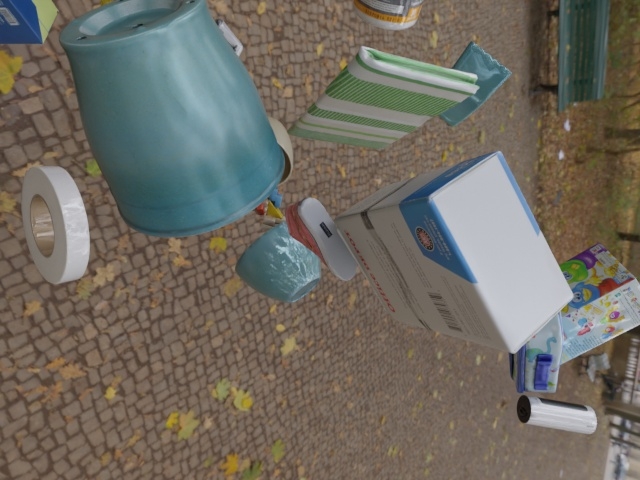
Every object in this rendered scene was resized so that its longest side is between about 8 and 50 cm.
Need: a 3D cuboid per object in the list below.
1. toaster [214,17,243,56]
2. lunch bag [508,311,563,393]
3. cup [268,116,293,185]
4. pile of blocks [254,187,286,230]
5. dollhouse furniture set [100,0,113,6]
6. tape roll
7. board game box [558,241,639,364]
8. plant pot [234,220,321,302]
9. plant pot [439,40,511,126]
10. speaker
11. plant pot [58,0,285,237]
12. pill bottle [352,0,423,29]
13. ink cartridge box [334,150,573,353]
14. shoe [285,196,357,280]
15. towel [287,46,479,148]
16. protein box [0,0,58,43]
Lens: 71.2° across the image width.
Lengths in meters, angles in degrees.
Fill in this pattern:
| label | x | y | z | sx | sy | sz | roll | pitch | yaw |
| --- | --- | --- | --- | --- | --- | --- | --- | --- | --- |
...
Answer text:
| label | x | y | z | sx | sy | sz | roll | pitch | yaw |
| --- | --- | --- | --- | --- | --- | --- | --- | --- | --- |
| toaster | -0.411 | -0.751 | 1.740 | 0.146 | 0.227 | 0.129 | 40 | 69 | -39 |
| lunch bag | 0.401 | 0.178 | 0.846 | 0.219 | 0.090 | 0.176 | 66 | 26 | -43 |
| cup | -0.272 | -0.451 | 2.122 | 0.331 | 0.331 | 0.237 | 56 | 35 | -42 |
| pile of blocks | -0.222 | -0.176 | 1.535 | 0.362 | 0.149 | 0.113 | 50 | 12 | -17 |
| dollhouse furniture set | -0.533 | -0.692 | 1.198 | 0.198 | 0.303 | 0.286 | 32 | 35 | -42 |
| tape roll | -0.879 | -0.052 | 1.470 | 0.072 | 0.392 | 0.392 | -14 | 108 | -48 |
| board game box | 0.577 | 0.159 | 1.036 | 0.144 | 0.275 | 0.142 | 44 | 21 | -25 |
| plant pot | -0.112 | 0.094 | 1.499 | 0.290 | 0.195 | 0.290 | -36 | 164 | -12 |
| plant pot | 0.485 | -0.509 | 1.516 | 0.234 | 0.165 | 0.166 | -51 | 179 | 18 |
| speaker | 0.462 | 0.343 | 0.879 | 0.055 | 0.136 | 0.055 | -169 | -90 | -88 |
| plant pot | -0.209 | -0.187 | 0.626 | 0.272 | 0.271 | 0.255 | -52 | 147 | -32 |
| pill bottle | 0.173 | -0.622 | 0.960 | 0.162 | 0.162 | 0.278 | -47 | 162 | -37 |
| ink cartridge box | 0.174 | 0.018 | 0.681 | 0.129 | 0.307 | 0.223 | -34 | 99 | -17 |
| shoe | 0.000 | 0.000 | 0.860 | 0.063 | 0.081 | 0.178 | -40 | 105 | -27 |
| towel | 0.104 | -0.257 | 0.869 | 0.247 | 0.325 | 0.038 | 3 | 81 | -23 |
| protein box | -0.865 | -0.646 | 1.183 | 0.200 | 0.201 | 0.136 | 80 | 14 | -64 |
